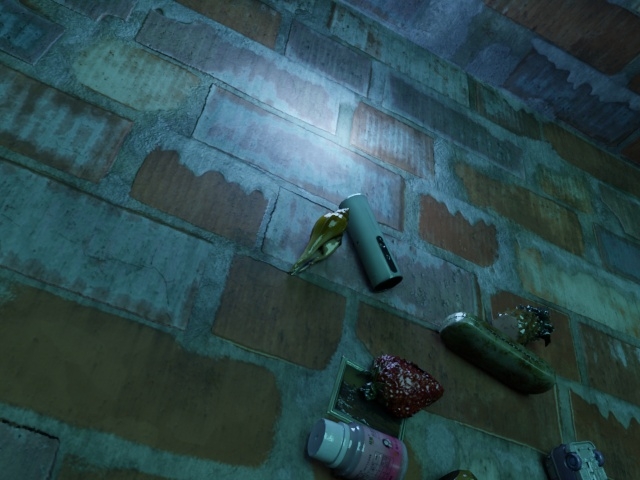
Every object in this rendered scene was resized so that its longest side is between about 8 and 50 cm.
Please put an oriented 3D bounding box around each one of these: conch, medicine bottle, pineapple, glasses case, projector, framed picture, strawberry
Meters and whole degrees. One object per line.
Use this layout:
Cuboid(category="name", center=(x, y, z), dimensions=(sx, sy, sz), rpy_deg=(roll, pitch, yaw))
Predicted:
Cuboid(category="conch", center=(-0.004, -0.002, 1.933), dimensions=(0.093, 0.109, 0.330), rpy_deg=(24, 58, 39))
Cuboid(category="medicine bottle", center=(0.096, 0.551, 1.544), dimensions=(0.247, 0.147, 0.147), rpy_deg=(26, 47, -15))
Cuboid(category="pineapple", center=(0.758, 0.313, 2.156), dimensions=(0.310, 0.141, 0.170), rpy_deg=(-2, 54, -42))
Cuboid(category="glasses case", center=(0.589, 0.378, 1.975), dimensions=(0.425, 0.156, 0.098), rpy_deg=(33, 48, -8))
Cuboid(category="projector", center=(0.167, 0.005, 2.018), dimensions=(0.108, 0.108, 0.337), rpy_deg=(-4, 60, -35))
Cuboid(category="framed picture", center=(0.150, 0.469, 1.727), dimensions=(0.252, 0.014, 0.197), rpy_deg=(30, 46, -10))
Cuboid(category="strawberry", center=(0.254, 0.419, 1.747), dimensions=(0.286, 0.106, 0.188), rpy_deg=(8, 55, -29))

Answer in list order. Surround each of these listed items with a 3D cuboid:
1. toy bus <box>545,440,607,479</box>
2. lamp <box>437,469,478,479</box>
Cuboid(category="toy bus", center=(0.805, 0.739, 1.854), dimensions=(0.142, 0.142, 0.202), rpy_deg=(7, 55, -29))
Cuboid(category="lamp", center=(0.388, 0.725, 1.596), dimensions=(0.161, 0.161, 0.185), rpy_deg=(-27, 76, -42))
